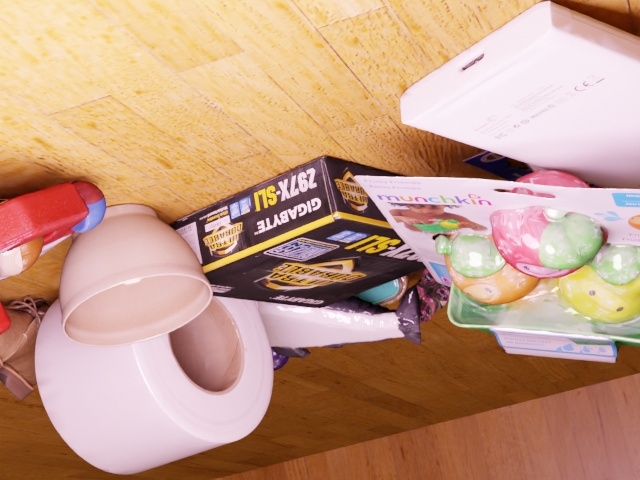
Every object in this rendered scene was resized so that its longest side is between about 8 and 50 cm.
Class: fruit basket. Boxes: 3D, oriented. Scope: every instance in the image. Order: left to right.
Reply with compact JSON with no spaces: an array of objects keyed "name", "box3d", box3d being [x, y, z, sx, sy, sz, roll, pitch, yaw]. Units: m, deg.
[{"name":"fruit basket","box3d":[0.234,0.018,1.459,0.327,0.166,0.353,4,166,20]}]

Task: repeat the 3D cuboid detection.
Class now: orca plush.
[{"name":"orca plush","box3d":[-0.001,0.077,1.900,0.287,0.102,0.151,-9,139,24]}]

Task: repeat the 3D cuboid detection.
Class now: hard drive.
[{"name":"hard drive","box3d":[0.259,-0.127,1.333,0.307,0.040,0.203,13,153,-34]}]

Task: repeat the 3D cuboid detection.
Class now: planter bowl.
[{"name":"planter bowl","box3d":[-0.207,0.029,1.487,0.162,0.109,0.162,-15,156,-7]}]

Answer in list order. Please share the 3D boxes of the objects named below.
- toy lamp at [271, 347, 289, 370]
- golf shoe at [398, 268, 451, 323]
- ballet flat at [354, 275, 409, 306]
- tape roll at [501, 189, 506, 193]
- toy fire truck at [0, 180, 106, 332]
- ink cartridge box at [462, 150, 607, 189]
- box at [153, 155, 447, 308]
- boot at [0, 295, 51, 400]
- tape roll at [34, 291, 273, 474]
[{"name":"toy lamp","box3d":[-0.145,0.154,2.075,0.080,0.080,0.274,-20,164,25]},{"name":"golf shoe","box3d":[0.184,0.054,2.019,0.086,0.067,0.186,-37,178,-34]},{"name":"ballet flat","box3d":[0.038,0.084,1.985,0.206,0.073,0.067,-15,179,24]},{"name":"tape roll","box3d":[0.302,-0.022,1.786,0.189,0.080,0.189,-12,166,-3]},{"name":"toy fire truck","box3d":[-0.338,0.017,1.331,0.254,0.169,0.302,-31,-179,-41]},{"name":"ink cartridge box","box3d":[0.362,-0.112,1.550,0.370,0.069,0.175,-18,164,28]},{"name":"box","box3d":[0.000,0.000,1.634,0.257,0.079,0.322,-24,161,30]},{"name":"boot","box3d":[-0.385,0.101,1.714,0.115,0.112,0.305,-41,163,-10]},{"name":"tape roll","box3d":[-0.197,0.145,1.678,0.169,0.246,0.246,-23,162,35]}]
